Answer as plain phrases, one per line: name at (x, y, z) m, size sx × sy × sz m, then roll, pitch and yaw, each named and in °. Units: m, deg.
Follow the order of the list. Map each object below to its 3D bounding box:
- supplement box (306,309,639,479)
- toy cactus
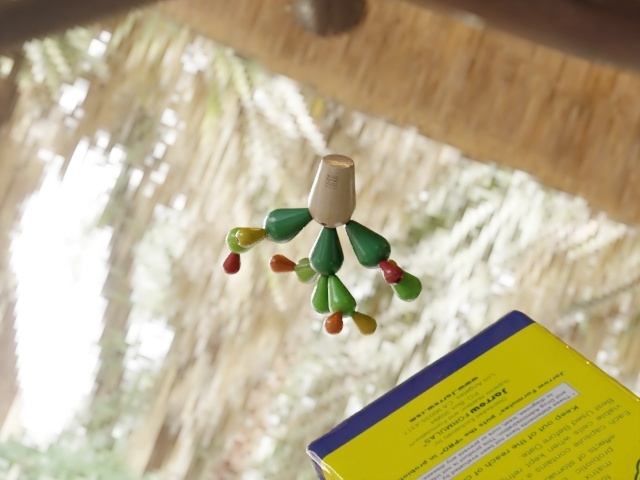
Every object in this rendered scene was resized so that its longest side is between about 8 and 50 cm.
supplement box at (0.178, 0.233, 1.227) m, size 0.356 × 0.195 × 0.194 m, roll 39°, pitch -23°, yaw 53°
toy cactus at (0.000, 0.000, 1.925) m, size 0.219 × 0.180 × 0.112 m, roll 20°, pitch 30°, yaw 23°
